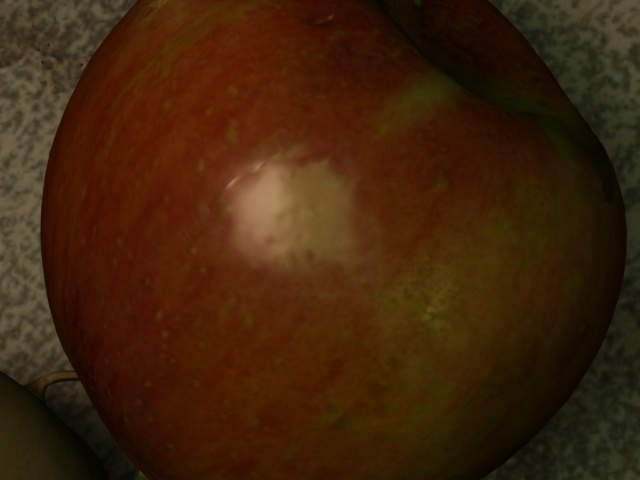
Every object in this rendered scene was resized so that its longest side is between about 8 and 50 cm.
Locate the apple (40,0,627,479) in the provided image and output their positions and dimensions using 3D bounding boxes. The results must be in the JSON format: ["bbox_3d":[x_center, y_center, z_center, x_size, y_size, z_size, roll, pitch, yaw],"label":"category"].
[{"bbox_3d":[0.000,0.000,1.122,0.339,0.339,0.339,-1,85,9],"label":"apple"}]

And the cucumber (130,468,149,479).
[{"bbox_3d":[-0.084,0.156,1.265,0.067,0.035,0.107,21,84,28],"label":"cucumber"}]

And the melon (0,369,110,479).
[{"bbox_3d":[-0.251,0.207,1.173,0.272,0.272,0.308,6,66,10],"label":"melon"}]
